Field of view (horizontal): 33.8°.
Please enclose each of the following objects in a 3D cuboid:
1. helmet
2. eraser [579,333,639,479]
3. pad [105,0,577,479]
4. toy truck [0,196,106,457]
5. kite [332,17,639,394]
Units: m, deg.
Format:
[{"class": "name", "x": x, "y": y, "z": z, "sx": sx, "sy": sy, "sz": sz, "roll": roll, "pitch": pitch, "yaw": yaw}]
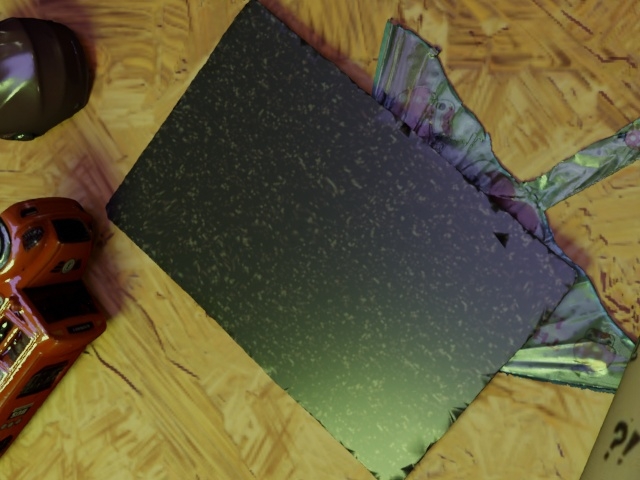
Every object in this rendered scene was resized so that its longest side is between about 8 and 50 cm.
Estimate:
[{"class": "helmet", "x": -0.253, "y": -0.133, "z": 0.857, "sx": 0.123, "sy": 0.070, "sz": 0.098, "roll": -20, "pitch": 85, "yaw": 18}, {"class": "eraser", "x": 0.272, "y": 0.130, "z": 0.670, "sx": 0.171, "sy": 0.087, "sz": 0.291, "roll": 22, "pitch": 99, "yaw": 14}, {"class": "pad", "x": 0.000, "y": 0.000, "z": 0.797, "sx": 0.330, "sy": 0.004, "sz": 0.220, "roll": 43, "pitch": 106, "yaw": 15}, {"class": "toy truck", "x": -0.261, "y": 0.085, "z": 0.844, "sx": 0.114, "sy": 0.107, "sz": 0.253, "roll": 44, "pitch": 106, "yaw": 13}, {"class": "kite", "x": 0.129, "y": -0.019, "z": 0.755, "sx": 0.314, "sy": 0.011, "sz": 0.335, "roll": -35, "pitch": 80, "yaw": 17}]
